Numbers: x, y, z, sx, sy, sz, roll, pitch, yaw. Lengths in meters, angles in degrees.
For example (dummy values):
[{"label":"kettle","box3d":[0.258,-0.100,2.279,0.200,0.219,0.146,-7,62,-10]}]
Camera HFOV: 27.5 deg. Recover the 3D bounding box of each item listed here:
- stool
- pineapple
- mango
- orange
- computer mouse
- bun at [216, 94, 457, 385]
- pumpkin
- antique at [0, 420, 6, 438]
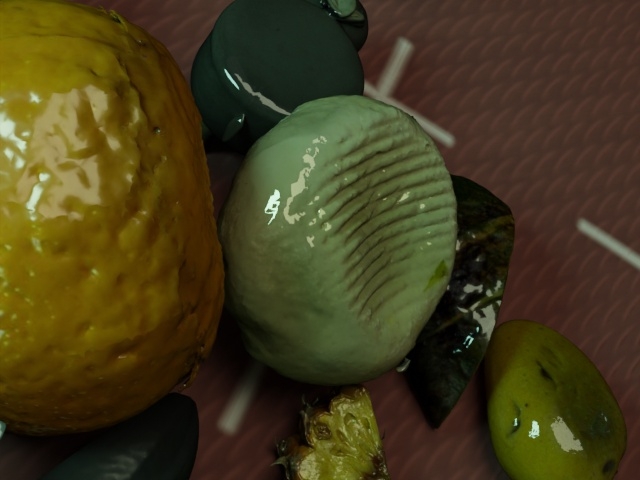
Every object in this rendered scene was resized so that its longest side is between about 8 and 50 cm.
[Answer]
[{"label":"stool","box3d":[-0.034,-0.154,1.287,0.228,0.139,0.153,-23,77,-35]},{"label":"pineapple","box3d":[0.012,0.200,1.178,0.116,0.069,0.137,38,63,-11]},{"label":"mango","box3d":[0.222,0.163,1.279,0.137,0.098,0.195,-12,66,-27]},{"label":"orange","box3d":[-0.227,-0.017,1.000,0.293,0.341,0.341,-9,67,-3]},{"label":"computer mouse","box3d":[-0.186,0.218,1.014,0.269,0.137,0.086,-32,79,-37]},{"label":"bun","box3d":[0.000,0.000,1.159,0.259,0.160,0.259,3,86,-50]},{"label":"pumpkin","box3d":[0.096,0.020,1.284,0.163,0.111,0.279,23,57,-9]},{"label":"antique","box3d":[-0.305,0.172,0.947,0.088,0.183,0.086,28,59,-17]}]
